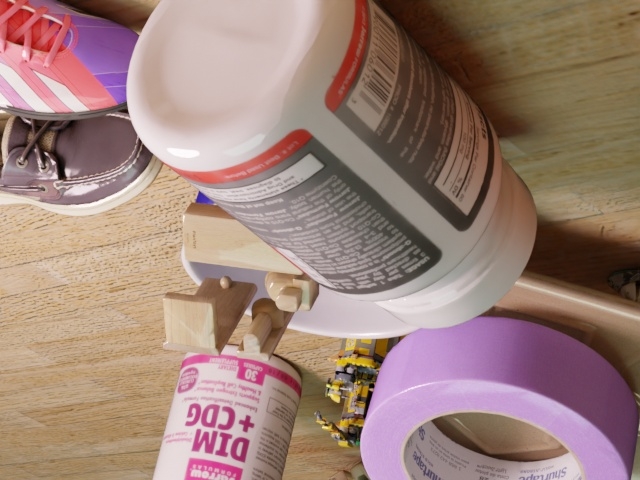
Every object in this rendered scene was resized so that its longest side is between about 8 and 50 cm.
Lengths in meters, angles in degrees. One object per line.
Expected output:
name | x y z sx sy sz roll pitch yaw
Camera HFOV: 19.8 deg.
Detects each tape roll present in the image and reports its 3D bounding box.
tape roll | 0.183 0.201 1.868 0.275 0.090 0.275 9 137 9

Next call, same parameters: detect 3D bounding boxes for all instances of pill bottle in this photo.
pill bottle | 0.023 -0.075 1.527 0.210 0.210 0.363 -5 150 35
pill bottle | -0.127 0.288 2.315 0.160 0.283 0.160 10 156 5

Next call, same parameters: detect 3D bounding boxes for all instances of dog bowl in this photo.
dog bowl | 0.000 0.000 1.836 0.265 0.104 0.265 11 156 5

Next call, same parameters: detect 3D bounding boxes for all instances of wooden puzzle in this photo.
wooden puzzle | 0.276 0.154 1.912 0.322 0.080 0.348 16 138 3

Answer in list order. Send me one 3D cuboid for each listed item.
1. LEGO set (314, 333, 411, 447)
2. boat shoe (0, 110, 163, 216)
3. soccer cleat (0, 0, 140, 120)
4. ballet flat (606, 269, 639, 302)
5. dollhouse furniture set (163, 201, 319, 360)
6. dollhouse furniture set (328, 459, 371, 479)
LEGO set | 0.114 0.238 2.195 0.255 0.192 0.331 13 156 -1
boat shoe | -0.277 -0.087 1.792 0.285 0.102 0.092 2 159 37
soccer cleat | -0.296 -0.189 1.574 0.318 0.108 0.116 15 152 1
ballet flat | 0.333 0.046 1.851 0.041 0.041 0.114 29 152 -33
dollhouse furniture set | -0.067 0.017 1.744 0.144 0.123 0.151 7 120 14
dollhouse furniture set | 0.052 0.395 2.494 0.152 0.201 0.374 58 154 5
